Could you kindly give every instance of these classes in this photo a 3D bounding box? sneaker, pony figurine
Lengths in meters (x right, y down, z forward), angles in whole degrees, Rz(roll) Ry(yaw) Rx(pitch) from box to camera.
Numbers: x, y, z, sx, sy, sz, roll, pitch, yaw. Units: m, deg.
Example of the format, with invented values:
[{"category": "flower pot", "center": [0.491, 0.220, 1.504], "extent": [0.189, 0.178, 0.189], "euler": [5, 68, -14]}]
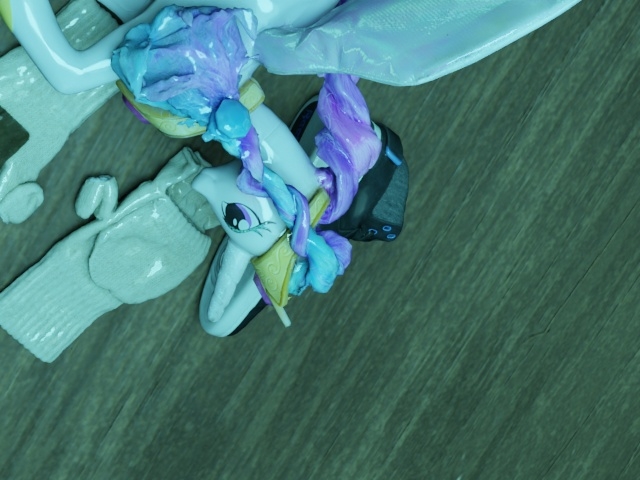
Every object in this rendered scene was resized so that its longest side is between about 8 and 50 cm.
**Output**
[{"category": "sneaker", "center": [0.000, 0.000, 0.899], "extent": [0.121, 0.079, 0.216], "euler": [25, 100, -32]}, {"category": "pony figurine", "center": [-0.026, -0.163, 0.715], "extent": [0.351, 0.303, 0.363], "euler": [-39, 106, -2]}]

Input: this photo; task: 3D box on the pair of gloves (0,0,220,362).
[{"category": "pair of gloves", "center": [-0.185, -0.034, 0.813], "extent": [0.204, 0.042, 0.240], "euler": [-34, 125, -8]}]
